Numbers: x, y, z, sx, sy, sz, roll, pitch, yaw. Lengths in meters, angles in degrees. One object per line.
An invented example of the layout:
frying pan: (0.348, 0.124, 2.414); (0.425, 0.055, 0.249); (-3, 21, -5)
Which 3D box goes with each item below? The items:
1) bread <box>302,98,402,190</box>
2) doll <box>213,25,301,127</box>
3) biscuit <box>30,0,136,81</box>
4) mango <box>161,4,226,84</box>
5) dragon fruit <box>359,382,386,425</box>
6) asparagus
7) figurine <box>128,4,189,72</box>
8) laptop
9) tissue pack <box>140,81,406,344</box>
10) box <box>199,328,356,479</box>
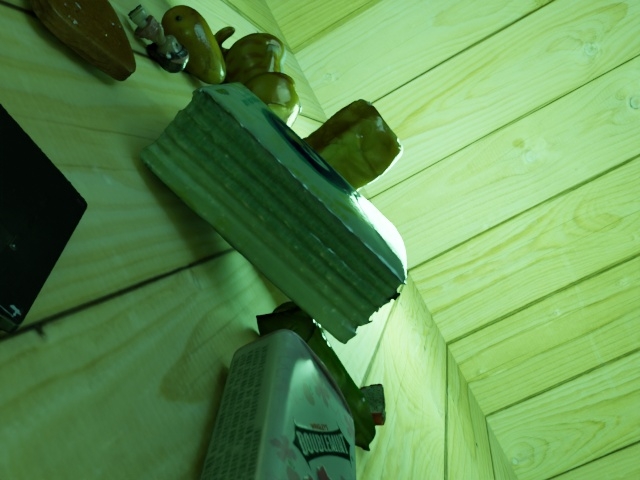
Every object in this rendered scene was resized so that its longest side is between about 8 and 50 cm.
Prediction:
bread: (0.031, -0.170, 1.483); (0.167, 0.294, 0.132); (50, 13, -44)
doll: (-0.132, -0.349, 1.520); (0.167, 0.162, 0.270); (98, -29, -54)
biscuit: (-0.330, -0.310, 0.910); (0.186, 0.036, 0.192); (64, 13, 23)
mango: (-0.242, -0.372, 1.293); (0.165, 0.089, 0.115); (61, 2, -19)
dragon fruit: (0.095, 0.314, 1.257); (0.083, 0.056, 0.060); (-89, 172, -52)
asparagus: (0.005, 0.210, 1.056); (0.343, 0.082, 0.085); (56, 10, -31)
figurine: (-0.281, -0.345, 1.161); (0.129, 0.054, 0.072); (43, 6, -37)
laptop: (-0.275, -0.036, 0.562); (0.154, 0.026, 0.207); (57, 14, -27)
tissue pack: (-0.052, -0.059, 1.021); (0.388, 0.162, 0.287); (43, 14, -7)
box: (-0.036, 0.266, 0.694); (0.190, 0.112, 0.370); (56, 13, -20)
